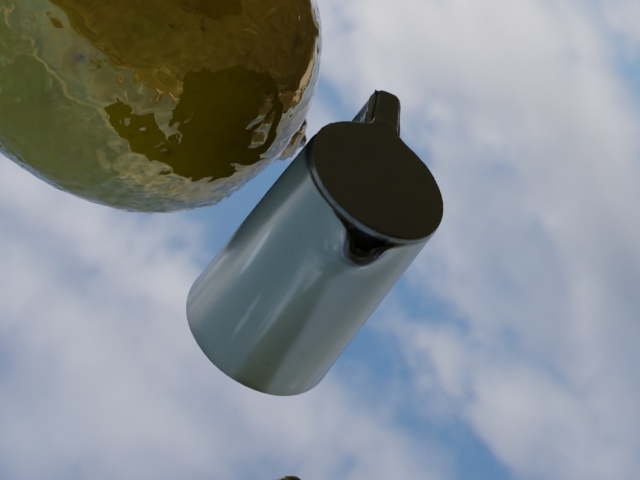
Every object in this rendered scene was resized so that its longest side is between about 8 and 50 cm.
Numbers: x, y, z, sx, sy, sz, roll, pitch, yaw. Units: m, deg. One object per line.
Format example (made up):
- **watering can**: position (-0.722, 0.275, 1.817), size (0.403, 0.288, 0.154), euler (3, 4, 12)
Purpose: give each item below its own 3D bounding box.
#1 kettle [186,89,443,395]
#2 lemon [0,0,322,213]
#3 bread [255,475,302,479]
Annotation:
- **kettle**: position (0.004, 0.005, 0.911), size (0.098, 0.148, 0.127), euler (46, -142, 11)
- **lemon**: position (-0.120, -0.136, 0.963), size (0.236, 0.235, 0.263), euler (-83, -21, -52)
- **bread**: position (-0.077, 0.235, 0.886), size (0.088, 0.233, 0.161), euler (28, -127, 16)
